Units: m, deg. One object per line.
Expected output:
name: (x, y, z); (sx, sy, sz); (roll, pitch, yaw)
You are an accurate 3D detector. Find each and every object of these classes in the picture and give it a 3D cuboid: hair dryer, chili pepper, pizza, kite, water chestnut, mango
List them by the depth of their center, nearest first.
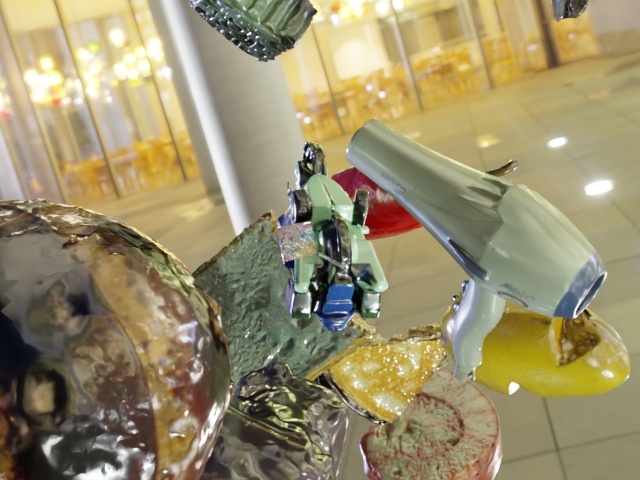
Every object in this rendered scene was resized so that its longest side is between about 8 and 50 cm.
water chestnut: (-0.183, 0.100, 0.829); (0.300, 0.299, 0.300); (-16, 9, 3)
kite: (-0.007, 0.003, 1.093); (0.078, 0.044, 0.002); (8, 5, -16)
hair dryer: (0.130, 0.001, 1.202); (0.119, 0.296, 0.298); (-38, -6, -35)
mango: (0.283, 0.138, 1.482); (0.262, 0.167, 0.130); (5, 41, 43)
chili pepper: (0.153, -0.083, 1.866); (0.338, 0.134, 0.131); (-9, -32, 46)
pizza: (0.117, 0.232, 2.226); (0.287, 0.251, 0.074); (-51, 24, 25)

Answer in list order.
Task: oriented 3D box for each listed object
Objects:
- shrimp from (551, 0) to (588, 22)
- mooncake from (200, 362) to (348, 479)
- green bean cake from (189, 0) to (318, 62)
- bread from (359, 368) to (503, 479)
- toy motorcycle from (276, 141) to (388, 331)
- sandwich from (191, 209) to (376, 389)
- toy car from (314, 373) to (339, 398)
shrimp: (0.228, -0.365, 1.208); (0.173, 0.253, 0.058); (-3, -7, -35)
mooncake: (-0.087, 0.377, 1.653); (0.212, 0.350, 0.381); (20, 22, 5)
green bean cake: (-0.114, -0.374, 1.774); (0.094, 0.181, 0.173); (-57, 19, -12)
bread: (0.263, 0.467, 2.547); (0.295, 0.114, 0.328); (32, 63, 35)
toy motorcycle: (0.000, 0.000, 1.569); (0.125, 0.196, 0.331); (-1, 31, -10)
sandwich: (-0.097, 0.136, 1.986); (0.271, 0.301, 0.099); (-41, -9, 4)
toy car: (-0.038, 0.308, 2.465); (0.216, 0.103, 0.063); (2, 23, 32)
